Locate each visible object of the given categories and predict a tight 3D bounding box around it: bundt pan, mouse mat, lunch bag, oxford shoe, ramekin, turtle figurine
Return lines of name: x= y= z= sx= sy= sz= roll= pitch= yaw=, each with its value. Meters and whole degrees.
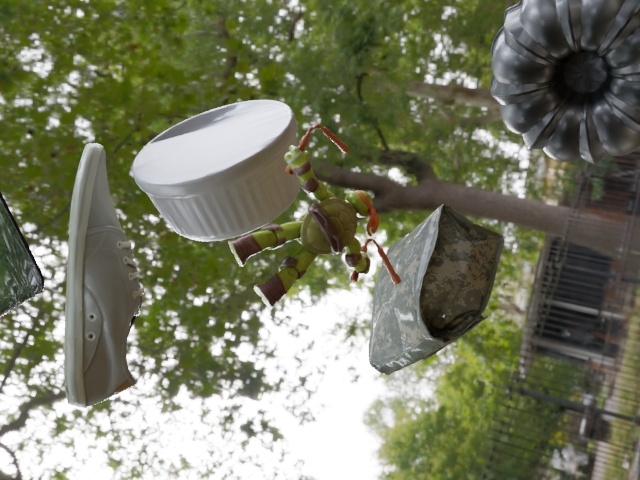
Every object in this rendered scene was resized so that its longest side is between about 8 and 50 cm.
bundt pan: x=0.422 y=-0.267 z=1.167 sx=0.124 sy=0.330 sz=0.331 roll=-46 pitch=-38 yaw=-52
mouse mat: x=-0.281 y=-0.009 z=0.561 sx=0.007 sy=0.189 sz=0.153 roll=-30 pitch=-85 yaw=-44
lunch bag: x=0.207 y=0.115 z=1.396 sx=0.235 sy=0.168 sz=0.287 roll=-45 pitch=20 yaw=57
oxford shoe: x=-0.370 y=0.057 z=1.253 sx=0.169 sy=0.130 sz=0.450 roll=151 pitch=118 yaw=-75
ramekin: x=-0.152 y=-0.110 z=1.166 sx=0.273 sy=0.272 sz=0.127 roll=-54 pitch=-44 yaw=-43
turtle figurine: x=0.000 y=0.000 z=0.987 sx=0.217 sy=0.087 sz=0.270 roll=-35 pitch=-65 yaw=-12
